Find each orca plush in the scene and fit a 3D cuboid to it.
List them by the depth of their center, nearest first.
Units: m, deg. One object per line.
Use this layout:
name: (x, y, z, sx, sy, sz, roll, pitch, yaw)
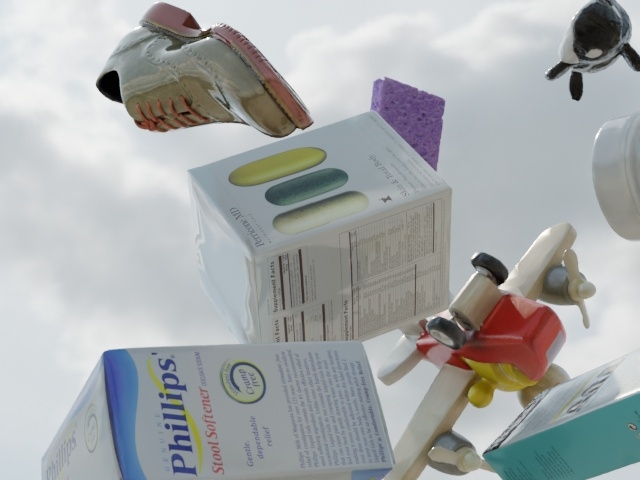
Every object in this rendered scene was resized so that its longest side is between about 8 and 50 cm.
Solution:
orca plush: (0.378, -0.240, 1.833, 0.151, 0.102, 0.287, -50, -10, -13)

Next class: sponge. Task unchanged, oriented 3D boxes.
sponge: (0.118, -0.121, 1.993, 0.117, 0.210, 0.031, 15, -13, -32)

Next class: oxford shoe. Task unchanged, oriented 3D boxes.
oxford shoe: (-0.125, -0.147, 1.410, 0.130, 0.348, 0.123, -45, -59, -9)

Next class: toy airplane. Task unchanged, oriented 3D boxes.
toy airplane: (0.255, 0.178, 2.082, 0.272, 0.384, 0.386, 37, -63, -5)

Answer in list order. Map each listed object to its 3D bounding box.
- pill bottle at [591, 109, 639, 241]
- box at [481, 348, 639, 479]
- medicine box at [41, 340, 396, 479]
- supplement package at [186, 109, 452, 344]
pill bottle: (0.426, -0.083, 1.301, 0.318, 0.176, 0.176, -10, -26, 42)
box: (0.250, 0.153, 1.192, 0.100, 0.060, 0.244, -39, 1, -34)
medicine box: (-0.115, 0.230, 1.421, 0.289, 0.149, 0.263, 0, -31, -27)
supplement package: (0.000, 0.000, 1.697, 0.262, 0.199, 0.198, -19, -48, -19)
